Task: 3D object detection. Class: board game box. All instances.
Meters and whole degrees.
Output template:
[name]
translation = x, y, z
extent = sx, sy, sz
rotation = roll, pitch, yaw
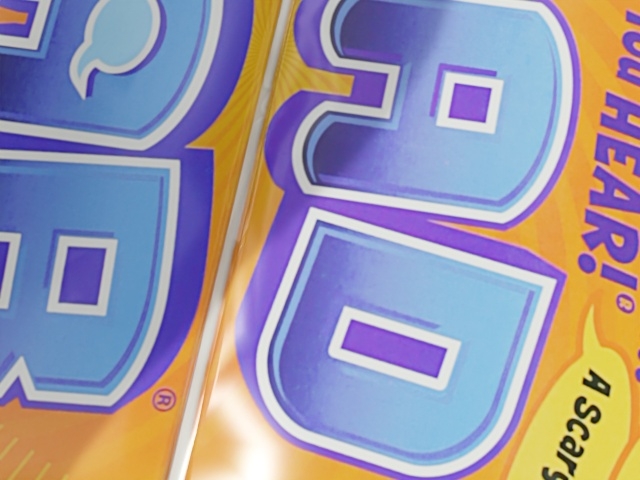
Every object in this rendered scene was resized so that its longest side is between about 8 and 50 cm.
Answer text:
[board game box]
translation = 0.000, 0.000, 0.780
extent = 0.356, 0.356, 0.356
rotation = 75, -155, -67
